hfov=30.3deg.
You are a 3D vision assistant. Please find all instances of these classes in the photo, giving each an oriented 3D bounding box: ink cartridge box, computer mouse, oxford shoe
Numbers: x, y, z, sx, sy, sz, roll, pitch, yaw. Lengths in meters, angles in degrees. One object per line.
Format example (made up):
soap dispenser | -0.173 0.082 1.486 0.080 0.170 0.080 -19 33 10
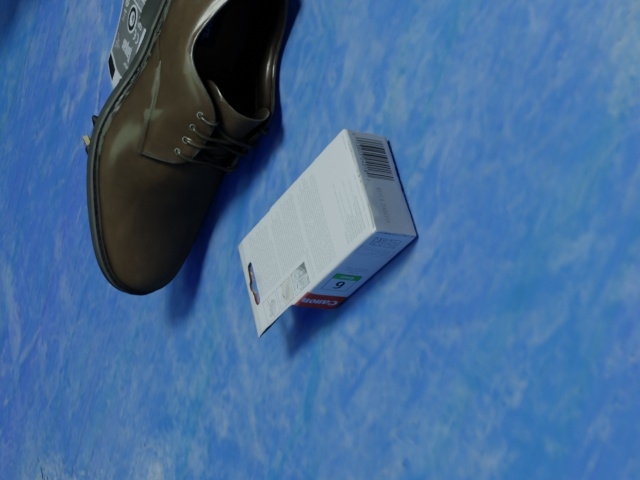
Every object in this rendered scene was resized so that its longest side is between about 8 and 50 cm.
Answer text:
ink cartridge box | 0.000 0.000 0.624 0.115 0.029 0.063 -45 49 43
computer mouse | -0.117 -0.118 0.809 0.106 0.042 0.193 60 136 48
oxford shoe | -0.079 -0.065 0.708 0.096 0.083 0.227 34 112 48
